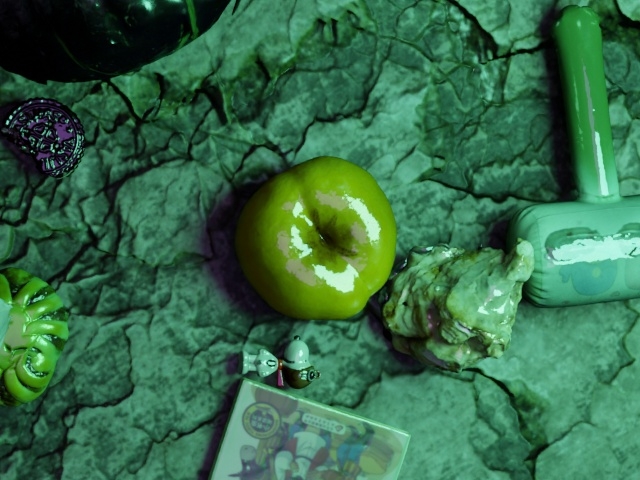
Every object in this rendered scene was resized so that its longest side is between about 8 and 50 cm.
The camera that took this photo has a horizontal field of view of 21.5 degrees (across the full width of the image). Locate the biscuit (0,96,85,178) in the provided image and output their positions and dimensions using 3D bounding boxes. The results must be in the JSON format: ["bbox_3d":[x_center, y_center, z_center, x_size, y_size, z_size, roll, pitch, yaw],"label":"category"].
[{"bbox_3d":[-0.291,-0.107,1.769,0.089,0.027,0.087,-3,90,-14],"label":"biscuit"}]

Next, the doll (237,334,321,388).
[{"bbox_3d":[-0.045,0.138,1.824,0.085,0.040,0.058,-15,81,-17],"label":"doll"}]

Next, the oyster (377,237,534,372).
[{"bbox_3d":[0.148,0.060,1.813,0.163,0.081,0.191,45,99,21],"label":"oyster"}]

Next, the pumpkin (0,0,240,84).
[{"bbox_3d":[-0.224,-0.295,1.643,0.296,0.296,0.296,0,90,-13],"label":"pumpkin"}]

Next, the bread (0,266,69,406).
[{"bbox_3d":[-0.324,0.101,1.742,0.130,0.071,0.139,41,81,-6],"label":"bread"}]

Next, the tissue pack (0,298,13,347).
[{"bbox_3d":[-0.437,0.091,1.638,0.209,0.156,0.148,18,84,11],"label":"tissue pack"}]

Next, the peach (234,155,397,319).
[{"bbox_3d":[0.000,0.000,1.802,0.179,0.103,0.179,0,89,-10],"label":"peach"}]

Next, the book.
[{"bbox_3d":[-0.034,0.305,1.832,0.202,0.027,0.264,20,85,-13],"label":"book"}]

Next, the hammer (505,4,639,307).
[{"bbox_3d":[0.297,-0.097,1.876,0.206,0.119,0.335,-5,84,-14],"label":"hammer"}]
